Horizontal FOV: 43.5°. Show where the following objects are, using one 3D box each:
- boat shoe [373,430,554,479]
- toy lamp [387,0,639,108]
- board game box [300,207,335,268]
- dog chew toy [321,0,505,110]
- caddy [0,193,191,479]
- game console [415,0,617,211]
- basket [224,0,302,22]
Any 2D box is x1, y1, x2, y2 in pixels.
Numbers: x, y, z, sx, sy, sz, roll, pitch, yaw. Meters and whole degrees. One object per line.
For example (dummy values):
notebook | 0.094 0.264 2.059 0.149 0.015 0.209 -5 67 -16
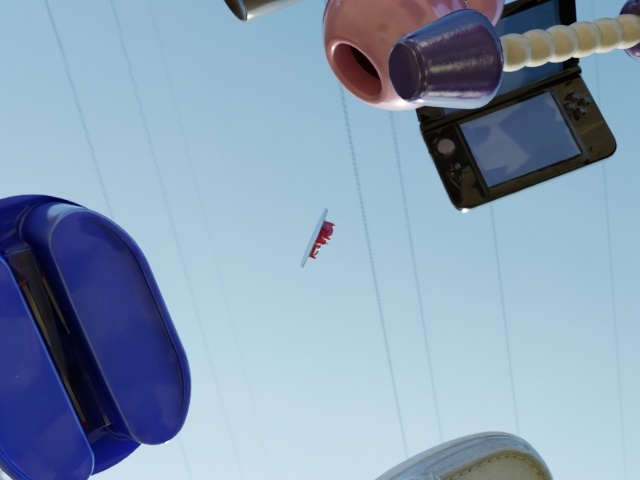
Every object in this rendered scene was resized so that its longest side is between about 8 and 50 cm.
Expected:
boat shoe | 0.034 0.230 0.487 0.118 0.320 0.103 61 -21 2
toy lamp | 0.181 -0.160 0.655 0.080 0.274 0.080 42 -39 47
board game box | 0.000 0.000 1.675 0.033 0.169 0.133 23 -87 -4
dog chew toy | 0.157 -0.331 1.107 0.206 0.332 0.206 39 -20 17
caddy | -0.294 0.114 0.899 0.179 0.241 0.341 2 -66 64
game console | 0.309 -0.223 1.291 0.293 0.173 0.250 -21 -110 0
basket | -0.067 -0.487 1.380 0.204 0.227 0.154 57 -12 4
